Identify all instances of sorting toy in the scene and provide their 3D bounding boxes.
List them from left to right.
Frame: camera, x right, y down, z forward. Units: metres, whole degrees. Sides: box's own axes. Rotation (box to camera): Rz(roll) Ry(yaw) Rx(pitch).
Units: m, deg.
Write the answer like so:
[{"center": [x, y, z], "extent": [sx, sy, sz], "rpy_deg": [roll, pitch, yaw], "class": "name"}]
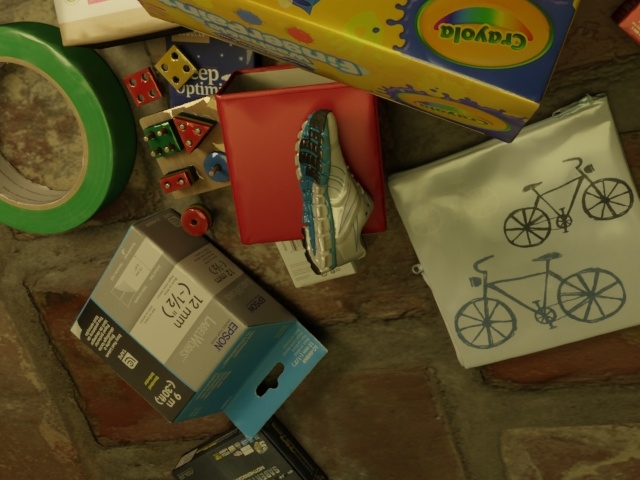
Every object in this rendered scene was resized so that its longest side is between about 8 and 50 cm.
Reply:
[{"center": [-0.191, -0.136, 1.014], "extent": [0.132, 0.046, 0.275], "rpy_deg": [-12, 112, 22], "class": "sorting toy"}]

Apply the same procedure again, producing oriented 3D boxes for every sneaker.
[{"center": [0.020, -0.059, 0.814], "extent": [0.082, 0.071, 0.191], "rpy_deg": [-11, 112, -22], "class": "sneaker"}]

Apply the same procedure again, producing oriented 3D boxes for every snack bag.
[{"center": [0.287, 0.004, 0.983], "extent": [0.323, 0.037, 0.343], "rpy_deg": [-20, 107, 22], "class": "snack bag"}]

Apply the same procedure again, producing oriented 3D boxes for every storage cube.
[{"center": [-0.019, -0.122, 0.914], "extent": [0.214, 0.184, 0.193], "rpy_deg": [-6, 112, 4], "class": "storage cube"}]

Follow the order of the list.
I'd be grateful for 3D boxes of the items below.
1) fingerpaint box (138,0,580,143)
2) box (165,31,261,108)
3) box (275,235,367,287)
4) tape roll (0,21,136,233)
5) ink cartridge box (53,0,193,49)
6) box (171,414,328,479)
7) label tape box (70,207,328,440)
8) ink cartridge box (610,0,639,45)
[{"center": [0.064, -0.357, 0.725], "extent": [0.444, 0.163, 0.371], "rpy_deg": [22, 87, 6], "class": "fingerpaint box"}, {"center": [-0.151, -0.238, 1.002], "extent": [0.136, 0.036, 0.225], "rpy_deg": [7, 114, 13], "class": "box"}, {"center": [0.000, 0.000, 1.034], "extent": [0.101, 0.087, 0.102], "rpy_deg": [-16, 109, 22], "class": "box"}, {"center": [-0.449, -0.171, 1.095], "extent": [0.321, 0.077, 0.321], "rpy_deg": [6, 115, 13], "class": "tape roll"}, {"center": [-0.261, -0.384, 0.921], "extent": [0.193, 0.088, 0.235], "rpy_deg": [-6, 102, 17], "class": "ink cartridge box"}, {"center": [-0.130, 0.431, 1.279], "extent": [0.232, 0.059, 0.183], "rpy_deg": [-33, 102, 26], "class": "box"}, {"center": [-0.200, 0.157, 1.125], "extent": [0.347, 0.115, 0.249], "rpy_deg": [42, 117, 7], "class": "label tape box"}, {"center": [0.443, -0.277, 0.791], "extent": [0.127, 0.072, 0.175], "rpy_deg": [40, 118, -3], "class": "ink cartridge box"}]
